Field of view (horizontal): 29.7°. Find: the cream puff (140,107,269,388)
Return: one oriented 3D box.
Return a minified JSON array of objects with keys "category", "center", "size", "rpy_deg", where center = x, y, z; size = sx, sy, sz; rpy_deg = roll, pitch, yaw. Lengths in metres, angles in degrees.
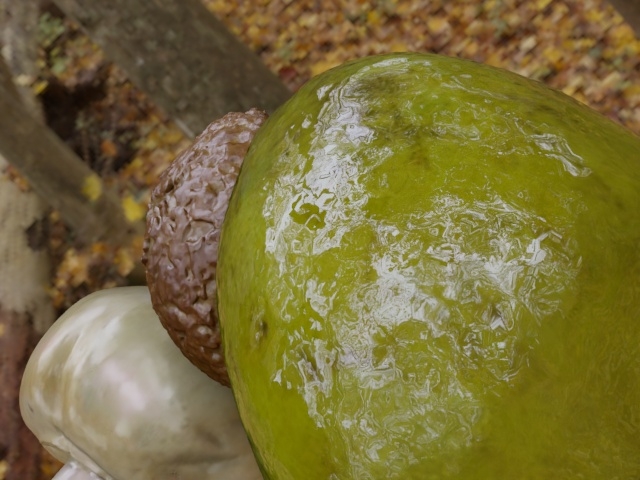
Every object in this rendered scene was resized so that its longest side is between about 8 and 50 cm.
[{"category":"cream puff","center":[0.000,0.000,1.016],"size":[0.303,0.303,0.212],"rpy_deg":[-53,-15,-36]}]

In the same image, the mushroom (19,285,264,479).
[{"category":"mushroom","center":[-0.168,0.220,1.244],"size":[0.353,0.353,0.325],"rpy_deg":[-41,37,15]}]

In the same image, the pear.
[{"category":"pear","center":[0.073,0.036,0.653],"size":[0.287,0.287,0.375],"rpy_deg":[-42,53,9]}]
